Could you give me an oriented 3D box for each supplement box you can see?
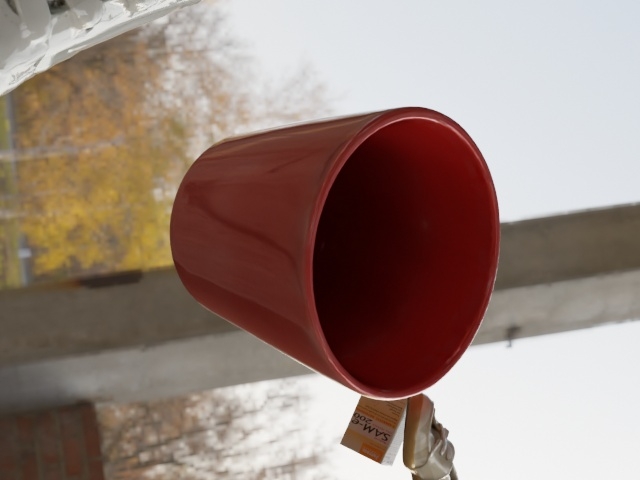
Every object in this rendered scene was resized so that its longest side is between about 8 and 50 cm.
[{"bbox_3d":[0.074,0.214,1.412,0.036,0.062,0.098,29,83,-59],"label":"supplement box"}]

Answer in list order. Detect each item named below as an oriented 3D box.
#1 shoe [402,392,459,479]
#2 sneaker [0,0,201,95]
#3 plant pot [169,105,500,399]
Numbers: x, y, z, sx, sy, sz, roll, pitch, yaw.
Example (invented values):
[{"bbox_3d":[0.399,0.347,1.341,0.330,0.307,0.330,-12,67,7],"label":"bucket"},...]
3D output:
[{"bbox_3d":[0.123,0.231,1.285,0.219,0.058,0.076,79,14,-52],"label":"shoe"},{"bbox_3d":[-0.070,-0.095,0.330,0.228,0.092,0.087,-55,139,-52],"label":"sneaker"},{"bbox_3d":[0.000,0.000,1.148,0.243,0.275,0.275,10,-70,44],"label":"plant pot"}]
